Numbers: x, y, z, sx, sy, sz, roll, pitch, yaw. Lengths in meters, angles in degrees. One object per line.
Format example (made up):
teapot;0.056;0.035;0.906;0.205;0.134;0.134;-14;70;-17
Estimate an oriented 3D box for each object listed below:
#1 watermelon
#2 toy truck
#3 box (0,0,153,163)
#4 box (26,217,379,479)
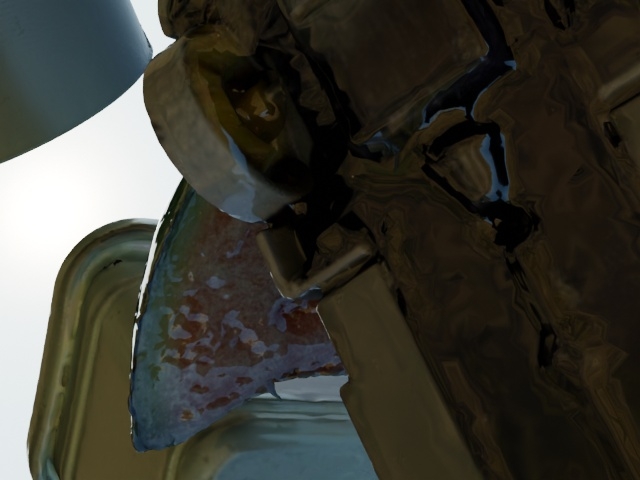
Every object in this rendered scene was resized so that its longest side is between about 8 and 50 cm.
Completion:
watermelon;0.000;0.000;0.517;0.187;0.139;0.071;-60;-153;5
toy truck;0.099;0.055;0.355;0.146;0.175;0.367;-32;-106;25
box;-0.244;-0.152;0.920;0.226;0.149;0.226;-17;-155;8
box;0.024;0.110;0.709;0.182;0.312;0.175;-133;-127;-58
